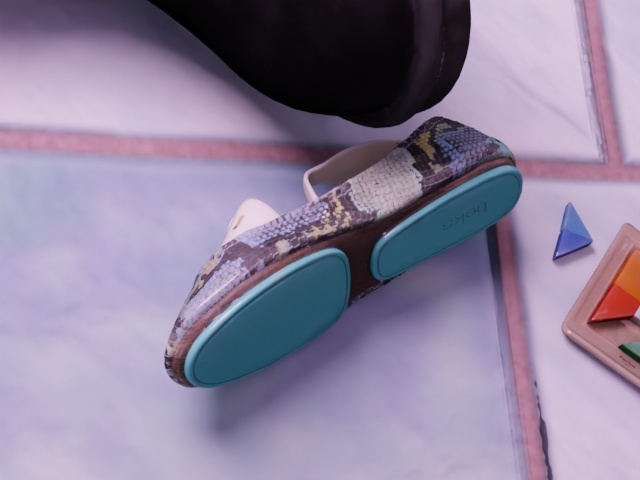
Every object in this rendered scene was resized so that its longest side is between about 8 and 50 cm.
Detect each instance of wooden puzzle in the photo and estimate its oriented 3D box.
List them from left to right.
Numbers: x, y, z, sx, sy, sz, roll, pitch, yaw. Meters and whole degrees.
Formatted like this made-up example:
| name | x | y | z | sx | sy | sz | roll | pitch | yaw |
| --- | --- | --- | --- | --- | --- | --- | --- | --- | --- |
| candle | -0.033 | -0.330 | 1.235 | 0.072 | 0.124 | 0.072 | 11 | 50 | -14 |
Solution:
| name | x | y | z | sx | sy | sz | roll | pitch | yaw |
| --- | --- | --- | --- | --- | --- | --- | --- | --- | --- |
| wooden puzzle | 0.155 | 0.035 | 0.770 | 0.116 | 0.014 | 0.078 | 30 | 61 | -4 |

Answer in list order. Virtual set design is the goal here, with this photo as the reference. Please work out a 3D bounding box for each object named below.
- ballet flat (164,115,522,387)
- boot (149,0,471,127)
| name | x | y | z | sx | sy | sz | roll | pitch | yaw |
| --- | --- | --- | --- | --- | --- | --- | --- | --- | --- |
| ballet flat | 0.000 | 0.000 | 0.715 | 0.188 | 0.070 | 0.070 | -27 | 78 | -28 |
| boot | -0.134 | -0.135 | 0.678 | 0.260 | 0.131 | 0.348 | -33 | 70 | -34 |
